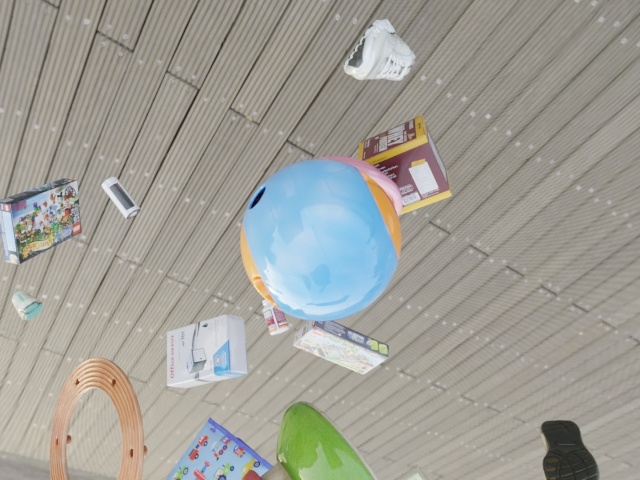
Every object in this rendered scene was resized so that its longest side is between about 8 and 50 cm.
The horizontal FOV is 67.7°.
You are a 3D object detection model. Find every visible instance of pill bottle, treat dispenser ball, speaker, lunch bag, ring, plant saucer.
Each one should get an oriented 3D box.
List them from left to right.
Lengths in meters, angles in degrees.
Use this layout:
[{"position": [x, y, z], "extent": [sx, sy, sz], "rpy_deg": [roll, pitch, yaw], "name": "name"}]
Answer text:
[{"position": [-0.436, 0.401, 0.930], "extent": [0.336, 0.337, 0.032], "rpy_deg": [-36, 151, 27], "name": "ring"}, {"position": [-0.645, -0.138, 1.542], "extent": [0.055, 0.055, 0.136], "rpy_deg": [-39, 87, 29], "name": "speaker"}, {"position": [-0.230, 0.605, 1.152], "extent": [0.293, 0.221, 0.138], "rpy_deg": [7, 145, 50], "name": "lunch bag"}, {"position": [-0.198, 0.324, 2.060], "extent": [0.085, 0.152, 0.086], "rpy_deg": [-19, 166, -5], "name": "pill bottle"}, {"position": [0.000, 0.000, 0.857], "extent": [0.287, 0.288, 0.288], "rpy_deg": [0, 131, 0], "name": "treat dispenser ball"}, {"position": [0.037, -0.107, 1.198], "extent": [0.331, 0.084, 0.332], "rpy_deg": [0, 154, 0], "name": "plant saucer"}]

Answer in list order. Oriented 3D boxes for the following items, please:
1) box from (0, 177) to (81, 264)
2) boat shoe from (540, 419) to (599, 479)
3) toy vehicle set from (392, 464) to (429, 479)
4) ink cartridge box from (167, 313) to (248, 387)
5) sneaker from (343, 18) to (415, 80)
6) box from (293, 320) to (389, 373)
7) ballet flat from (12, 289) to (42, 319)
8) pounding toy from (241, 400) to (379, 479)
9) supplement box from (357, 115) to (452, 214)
[{"position": [-0.730, -0.057, 1.255], "extent": [0.044, 0.233, 0.159], "rpy_deg": [10, 114, 9], "name": "box"}, {"position": [0.620, 0.575, 1.185], "extent": [0.122, 0.324, 0.120], "rpy_deg": [-6, 98, 25], "name": "boat shoe"}, {"position": [0.110, 0.531, 0.815], "extent": [0.266, 0.035, 0.166], "rpy_deg": [-37, 80, 9], "name": "toy vehicle set"}, {"position": [-0.281, 0.275, 1.175], "extent": [0.190, 0.140, 0.082], "rpy_deg": [-18, 155, 21], "name": "ink cartridge box"}, {"position": [0.134, -0.384, 0.993], "extent": [0.118, 0.292, 0.110], "rpy_deg": [40, 125, -5], "name": "sneaker"}, {"position": [0.050, 0.256, 1.162], "extent": [0.206, 0.036, 0.114], "rpy_deg": [26, 135, -16], "name": "box"}, {"position": [-0.698, 0.149, 1.134], "extent": [0.052, 0.057, 0.168], "rpy_deg": [49, 147, -6], "name": "ballet flat"}, {"position": [-0.009, 0.307, 0.531], "extent": [0.110, 0.182, 0.237], "rpy_deg": [-30, 121, -27], "name": "pounding toy"}, {"position": [0.227, -0.196, 1.297], "extent": [0.191, 0.129, 0.194], "rpy_deg": [-20, 121, 22], "name": "supplement box"}]
